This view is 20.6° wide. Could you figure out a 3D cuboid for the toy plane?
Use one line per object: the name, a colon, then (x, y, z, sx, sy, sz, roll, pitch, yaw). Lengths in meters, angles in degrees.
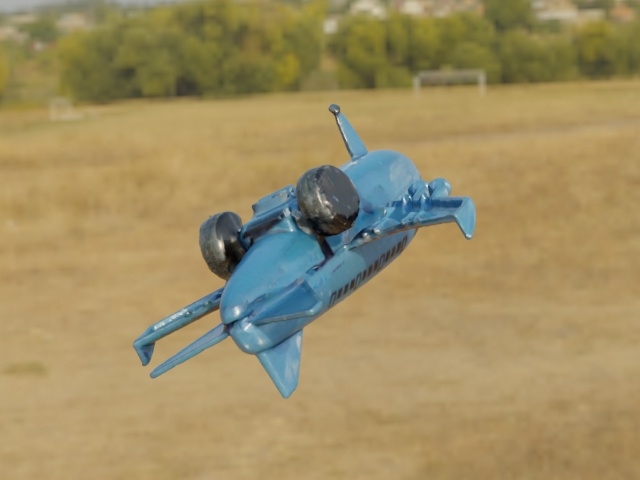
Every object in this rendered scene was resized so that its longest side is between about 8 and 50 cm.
toy plane: (0.000, 0.000, 1.085, 0.254, 0.105, 0.271, -23, 19, 32)
